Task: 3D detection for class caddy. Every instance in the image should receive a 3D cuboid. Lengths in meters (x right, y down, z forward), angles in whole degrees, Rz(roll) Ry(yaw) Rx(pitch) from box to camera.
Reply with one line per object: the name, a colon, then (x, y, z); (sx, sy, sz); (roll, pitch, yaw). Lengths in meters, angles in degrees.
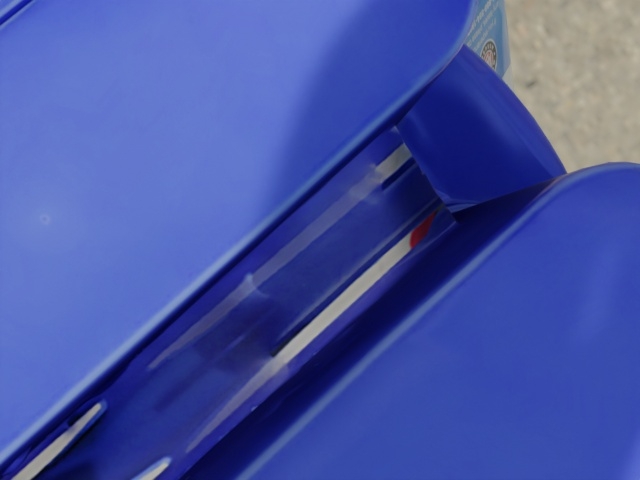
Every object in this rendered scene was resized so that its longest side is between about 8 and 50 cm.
caddy: (-0.049, 0.054, 0.539); (0.341, 0.241, 0.179); (-42, -177, -20)

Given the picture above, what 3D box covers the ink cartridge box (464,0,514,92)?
ink cartridge box: (0.000, 0.000, 0.982); (0.171, 0.168, 0.233); (-53, 142, -48)
